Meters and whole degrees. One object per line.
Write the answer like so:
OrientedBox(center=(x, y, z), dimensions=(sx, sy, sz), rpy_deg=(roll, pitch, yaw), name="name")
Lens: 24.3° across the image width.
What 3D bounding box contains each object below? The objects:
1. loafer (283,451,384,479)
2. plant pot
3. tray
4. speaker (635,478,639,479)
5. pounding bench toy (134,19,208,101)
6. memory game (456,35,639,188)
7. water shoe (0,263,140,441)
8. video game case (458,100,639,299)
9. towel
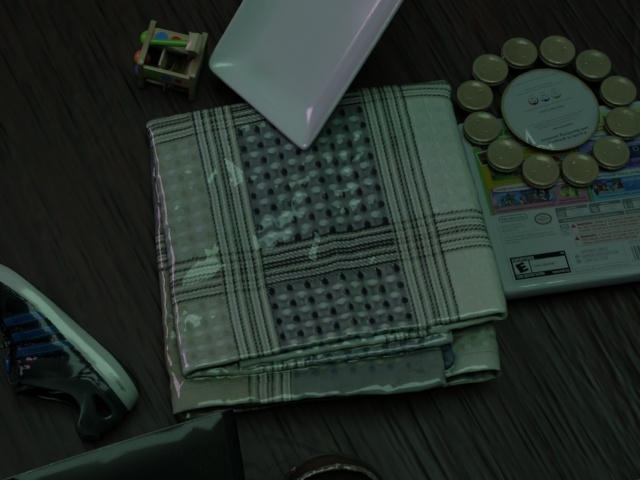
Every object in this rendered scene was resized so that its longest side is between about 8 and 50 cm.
OrientedBox(center=(0.041, 0.346, 1.227), dimensions=(0.134, 0.130, 0.365), rpy_deg=(-8, 69, -8), name="loafer")
OrientedBox(center=(-0.144, 0.249, 1.233), dimensions=(0.188, 0.187, 0.167), rpy_deg=(-17, 84, -12), name="plant pot")
OrientedBox(center=(0.011, -0.232, 1.393), dimensions=(0.145, 0.030, 0.270), rpy_deg=(42, 113, 20), name="tray")
OrientedBox(center=(0.257, 0.281, 1.277), dimensions=(0.297, 0.131, 0.131), rpy_deg=(-19, 71, -12), name="speaker")
OrientedBox(center=(-0.147, -0.183, 1.450), dimensions=(0.065, 0.083, 0.052), rpy_deg=(14, 68, 0), name="pounding bench toy")
OrientedBox(center=(0.228, -0.129, 1.476), dimensions=(0.186, 0.012, 0.186), rpy_deg=(2, 59, -3), name="memory game")
OrientedBox(center=(-0.257, 0.097, 1.333), dimensions=(0.203, 0.073, 0.080), rpy_deg=(38, 72, 11), name="water shoe")
OrientedBox(center=(0.256, -0.043, 1.450), dimensions=(0.212, 0.023, 0.193), rpy_deg=(-8, 61, -8), name="video game case")
OrientedBox(center=(0.000, 0.000, 1.388), dimensions=(0.312, 0.056, 0.324), rpy_deg=(-7, 64, -5), name="towel")
